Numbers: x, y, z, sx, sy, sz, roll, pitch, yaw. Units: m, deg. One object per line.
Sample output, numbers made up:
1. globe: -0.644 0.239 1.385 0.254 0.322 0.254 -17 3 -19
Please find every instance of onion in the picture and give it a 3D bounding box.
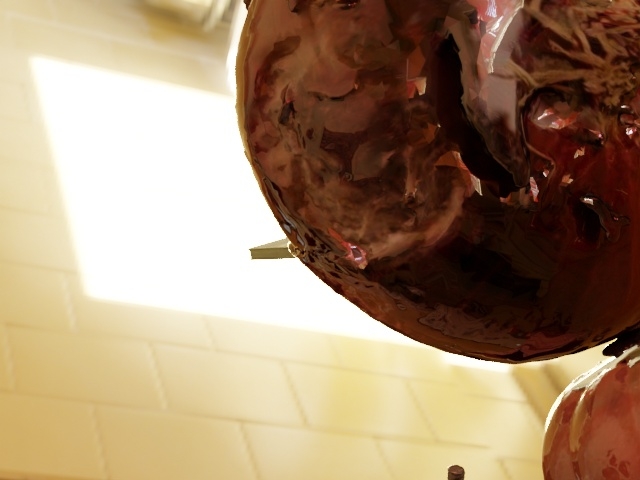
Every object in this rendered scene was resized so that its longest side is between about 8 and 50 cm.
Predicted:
1. onion: 0.094 -0.081 0.783 0.232 0.314 0.314 157 120 -65

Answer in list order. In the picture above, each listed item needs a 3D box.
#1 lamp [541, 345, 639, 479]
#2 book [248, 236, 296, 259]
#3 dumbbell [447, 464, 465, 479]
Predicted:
1. lamp: 0.367 0.202 1.385 0.240 0.305 0.305 61 147 6
2. book: 0.000 0.000 1.544 0.103 0.135 0.017 -3 101 51
3. dumbbell: 0.143 0.360 1.606 0.081 0.081 0.254 -124 32 -58
